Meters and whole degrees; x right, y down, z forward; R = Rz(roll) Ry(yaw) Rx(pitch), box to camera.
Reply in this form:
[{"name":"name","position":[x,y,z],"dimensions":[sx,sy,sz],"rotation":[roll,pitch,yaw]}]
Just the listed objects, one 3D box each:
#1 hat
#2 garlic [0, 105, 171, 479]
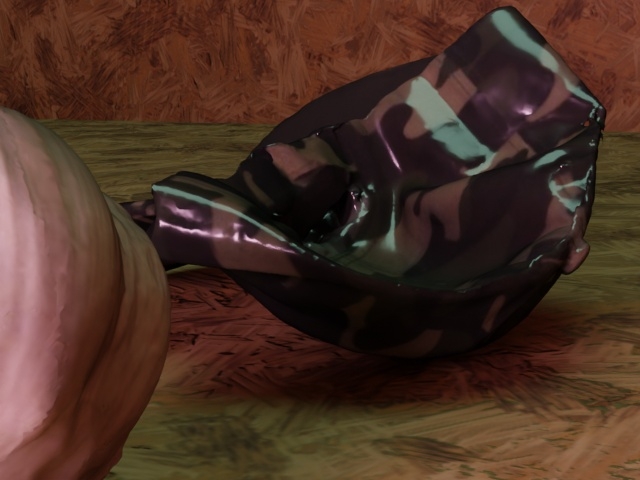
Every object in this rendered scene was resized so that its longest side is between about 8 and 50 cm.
[{"name":"hat","position":[0.000,0.000,0.848],"dimensions":[0.366,0.257,0.382],"rotation":[-28,-12,-35]},{"name":"garlic","position":[-0.137,0.072,0.380],"dimensions":[0.218,0.219,0.212],"rotation":[-7,49,-28]}]
